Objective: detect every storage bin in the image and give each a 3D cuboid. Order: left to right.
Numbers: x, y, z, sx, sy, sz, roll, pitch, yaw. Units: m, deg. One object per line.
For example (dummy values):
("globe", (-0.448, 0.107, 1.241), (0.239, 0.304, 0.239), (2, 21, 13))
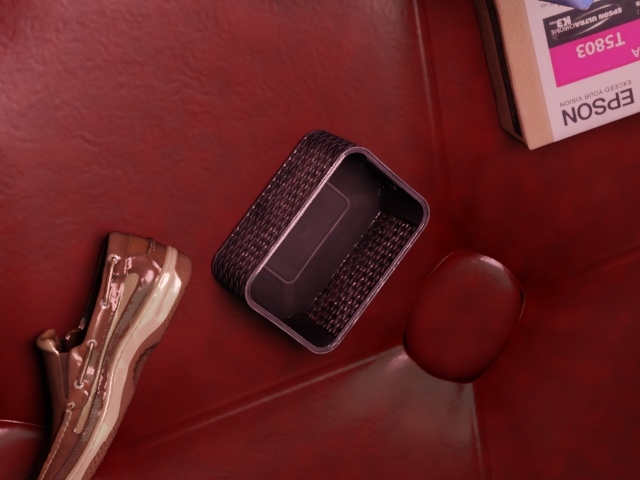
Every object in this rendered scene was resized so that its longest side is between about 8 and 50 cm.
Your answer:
("storage bin", (0.000, 0.000, 1.268), (0.122, 0.084, 0.180), (39, 87, -31))

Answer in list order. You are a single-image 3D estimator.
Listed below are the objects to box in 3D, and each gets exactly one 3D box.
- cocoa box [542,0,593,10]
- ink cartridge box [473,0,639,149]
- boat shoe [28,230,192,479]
("cocoa box", (0.122, -0.357, 1.066), (0.228, 0.347, 0.231), (-49, 121, -5))
("ink cartridge box", (0.278, -0.220, 1.311), (0.235, 0.088, 0.193), (-20, 113, -5))
("boat shoe", (-0.213, 0.110, 1.198), (0.095, 0.095, 0.257), (27, 86, -17))
